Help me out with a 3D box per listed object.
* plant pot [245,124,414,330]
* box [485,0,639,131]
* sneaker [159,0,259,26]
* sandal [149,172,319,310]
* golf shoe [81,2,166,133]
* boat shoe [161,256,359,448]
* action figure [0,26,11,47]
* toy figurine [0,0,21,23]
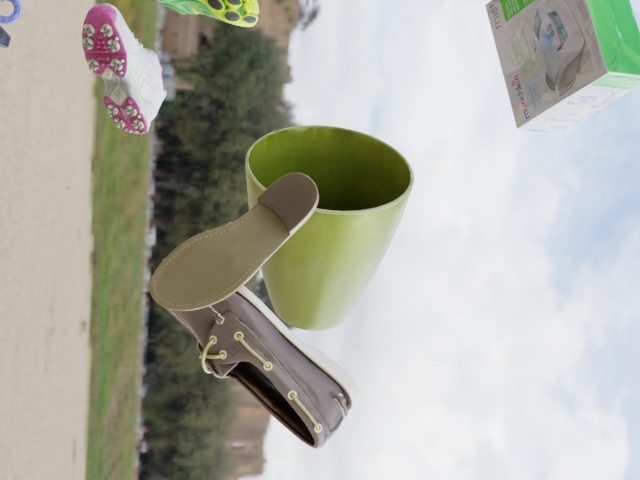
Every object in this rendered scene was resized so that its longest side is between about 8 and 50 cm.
[{"bbox_3d":[0.000,0.000,1.707,0.275,0.274,0.293,-103,-163,-54],"label":"plant pot"},{"bbox_3d":[0.439,-0.360,1.810,0.231,0.126,0.262,-31,-115,52],"label":"box"},{"bbox_3d":[-0.284,-0.584,2.388,0.123,0.295,0.109,-162,-90,-81],"label":"sneaker"},{"bbox_3d":[-0.098,0.012,1.257,0.088,0.240,0.079,51,-4,11],"label":"sandal"},{"bbox_3d":[-0.398,-0.368,2.075,0.140,0.115,0.306,-56,152,-36],"label":"golf shoe"},{"bbox_3d":[-0.100,0.148,1.346,0.097,0.324,0.116,-54,-176,-33],"label":"boat shoe"},{"bbox_3d":[-0.459,-0.188,1.126,0.285,0.099,0.185,-34,-128,35],"label":"action figure"},{"bbox_3d":[-0.457,-0.324,1.192,0.362,0.217,0.191,-47,-159,-9],"label":"toy figurine"}]
